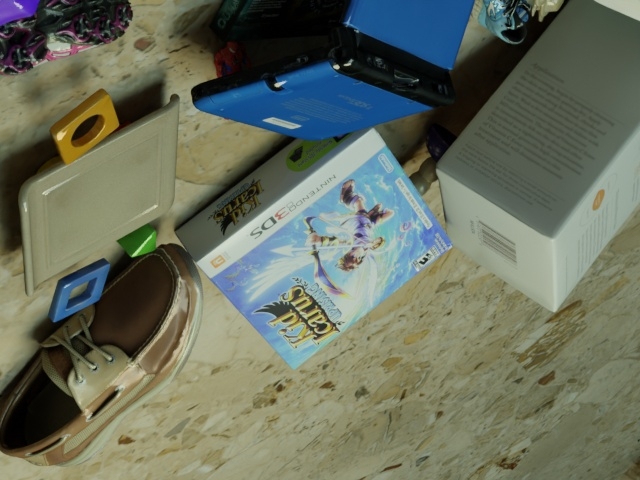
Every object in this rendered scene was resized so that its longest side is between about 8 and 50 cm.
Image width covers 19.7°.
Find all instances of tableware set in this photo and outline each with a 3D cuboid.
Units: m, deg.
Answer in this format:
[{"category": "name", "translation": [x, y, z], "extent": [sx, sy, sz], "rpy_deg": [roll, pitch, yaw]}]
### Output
[{"category": "tableware set", "translation": [0.268, -0.315, 2.006], "extent": [0.169, 0.020, 0.141], "rpy_deg": [-64, 164, -5]}]

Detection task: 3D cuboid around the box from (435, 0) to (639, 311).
[{"category": "box", "translation": [0.308, -0.125, 2.171], "extent": [0.345, 0.168, 0.215], "rpy_deg": [-50, 158, -15]}]

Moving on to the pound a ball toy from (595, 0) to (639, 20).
[{"category": "pound a ball toy", "translation": [0.422, -0.361, 1.941], "extent": [0.319, 0.208, 0.136], "rpy_deg": [110, 6, -50]}]

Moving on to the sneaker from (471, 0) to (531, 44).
[{"category": "sneaker", "translation": [0.204, -0.267, 1.992], "extent": [0.063, 0.073, 0.162], "rpy_deg": [-37, 156, -6]}]

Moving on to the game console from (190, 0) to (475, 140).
[{"category": "game console", "translation": [0.028, -0.220, 1.803], "extent": [0.250, 0.173, 0.293], "rpy_deg": [-14, 170, 22]}]

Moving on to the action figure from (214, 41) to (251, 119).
[{"category": "action figure", "translation": [-0.085, -0.163, 1.817], "extent": [0.038, 0.030, 0.115], "rpy_deg": [-27, 151, -15]}]

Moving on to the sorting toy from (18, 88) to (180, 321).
[{"category": "sorting toy", "translation": [-0.221, -0.052, 1.791], "extent": [0.196, 0.047, 0.348], "rpy_deg": [-35, 158, -25]}]

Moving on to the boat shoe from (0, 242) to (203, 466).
[{"category": "boat shoe", "translation": [-0.242, 0.134, 1.992], "extent": [0.116, 0.123, 0.324], "rpy_deg": [0, 133, -52]}]

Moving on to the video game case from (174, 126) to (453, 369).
[{"category": "video game case", "translation": [0.000, 0.000, 2.086], "extent": [0.244, 0.061, 0.269], "rpy_deg": [-37, 141, 1]}]

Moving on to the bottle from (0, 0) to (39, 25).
[{"category": "bottle", "translation": [-0.200, -0.255, 1.412], "extent": [0.283, 0.092, 0.118], "rpy_deg": [-41, 152, 4]}]

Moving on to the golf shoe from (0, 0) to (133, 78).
[{"category": "golf shoe", "translation": [-0.238, -0.181, 1.541], "extent": [0.086, 0.067, 0.186], "rpy_deg": [-9, -167, 42]}]

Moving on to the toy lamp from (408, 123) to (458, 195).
[{"category": "toy lamp", "translation": [0.072, -0.018, 2.228], "extent": [0.275, 0.080, 0.080], "rpy_deg": [-49, 154, 17]}]

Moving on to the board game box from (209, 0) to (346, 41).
[{"category": "board game box", "translation": [-0.009, -0.249, 1.775], "extent": [0.186, 0.026, 0.126], "rpy_deg": [-10, 144, -48]}]
